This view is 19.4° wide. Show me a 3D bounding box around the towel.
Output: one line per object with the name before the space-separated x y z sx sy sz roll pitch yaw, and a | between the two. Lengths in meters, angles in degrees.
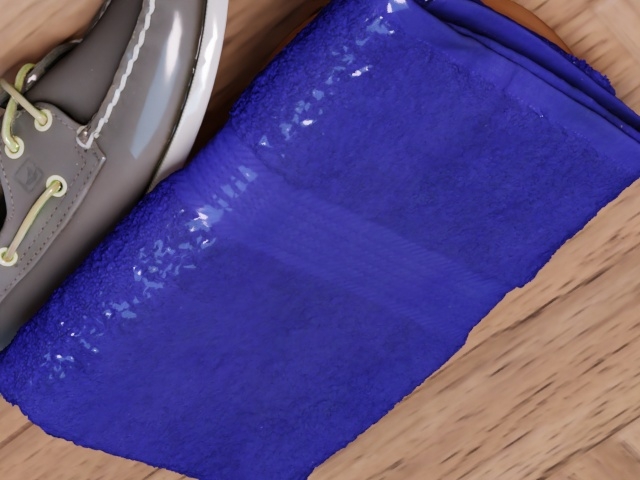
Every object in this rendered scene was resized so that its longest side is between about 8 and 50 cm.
towel | 0.000 0.000 0.967 0.228 0.076 0.308 25 118 -42

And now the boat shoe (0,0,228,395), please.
boat shoe | -0.137 -0.036 0.986 0.091 0.109 0.305 17 124 -20

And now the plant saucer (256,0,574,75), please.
plant saucer | 0.055 -0.045 1.034 0.200 0.037 0.200 -2 122 -3
